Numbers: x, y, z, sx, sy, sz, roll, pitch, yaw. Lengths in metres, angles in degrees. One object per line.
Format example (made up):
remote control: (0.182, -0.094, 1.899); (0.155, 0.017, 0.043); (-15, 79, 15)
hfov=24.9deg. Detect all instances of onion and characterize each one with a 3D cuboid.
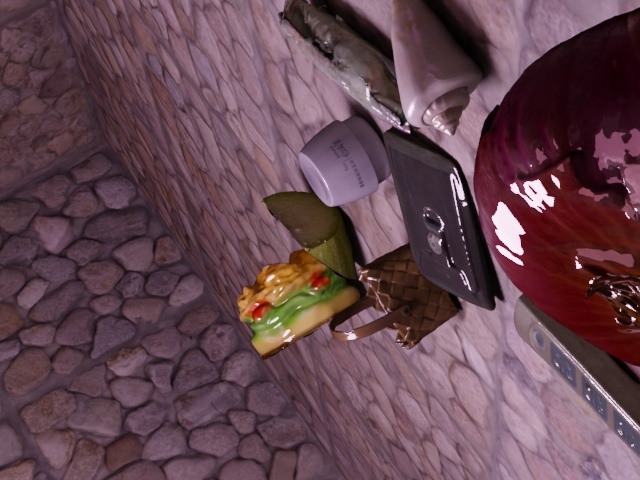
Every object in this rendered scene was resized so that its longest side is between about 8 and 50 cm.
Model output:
onion: (0.283, -0.051, 0.981); (0.348, 0.285, 0.347); (14, 152, 7)

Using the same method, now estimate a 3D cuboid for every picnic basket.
picnic basket: (0.096, 0.099, 2.128); (0.138, 0.178, 0.128); (62, 168, -12)

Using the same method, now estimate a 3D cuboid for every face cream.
face cream: (0.035, -0.111, 2.051); (0.117, 0.104, 0.117); (56, 168, 18)

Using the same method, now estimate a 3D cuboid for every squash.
squash: (0.014, -0.019, 2.465); (0.184, 0.085, 0.192); (31, -167, -44)

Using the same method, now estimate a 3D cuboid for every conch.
conch: (0.115, -0.193, 1.593); (0.094, 0.104, 0.176); (-49, 62, 35)

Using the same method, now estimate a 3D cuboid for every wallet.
wallet: (0.157, -0.028, 1.922); (0.168, 0.052, 0.245); (37, 153, 51)

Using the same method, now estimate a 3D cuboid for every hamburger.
hamburger: (-0.045, 0.101, 2.590); (0.149, 0.237, 0.237); (61, 168, 3)

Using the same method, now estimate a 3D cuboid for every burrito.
burrito: (0.034, -0.235, 1.865); (0.309, 0.066, 0.096); (48, 168, 43)

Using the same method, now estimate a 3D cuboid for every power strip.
power strip: (0.325, 0.160, 1.706); (0.286, 0.048, 0.080); (48, 164, 36)
